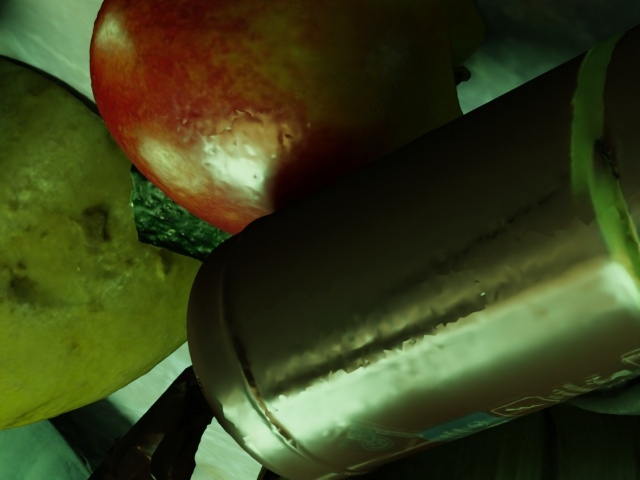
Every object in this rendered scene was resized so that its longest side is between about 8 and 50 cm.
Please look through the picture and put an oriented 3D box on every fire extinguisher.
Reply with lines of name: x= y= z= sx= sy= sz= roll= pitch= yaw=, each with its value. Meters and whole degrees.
fire extinguisher: x=0.059 y=0.014 z=0.460 sx=0.341 sy=0.141 sz=0.105 roll=-27 pitch=101 yaw=34

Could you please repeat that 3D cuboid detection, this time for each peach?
peach: x=-0.016 y=-0.064 z=0.569 sx=0.118 sy=0.151 sz=0.151 roll=-4 pitch=179 yaw=-39

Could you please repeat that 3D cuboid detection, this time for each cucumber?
cucumber: x=0.000 y=0.000 z=0.709 sx=0.214 sy=0.052 sz=0.058 roll=16 pitch=178 yaw=28

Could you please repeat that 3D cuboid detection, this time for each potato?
potato: x=-0.166 y=0.027 z=0.824 sx=0.178 sy=0.158 sz=0.203 roll=17 pitch=153 yaw=31

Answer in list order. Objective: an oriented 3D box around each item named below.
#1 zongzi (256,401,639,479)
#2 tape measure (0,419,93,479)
zongzi: x=0.103 y=0.141 z=0.561 sx=0.286 sy=0.138 sz=0.300 roll=14 pitch=-165 yaw=6
tape measure: x=-0.262 y=0.194 z=1.169 sx=0.275 sy=0.147 sz=0.256 roll=42 pitch=158 yaw=22
